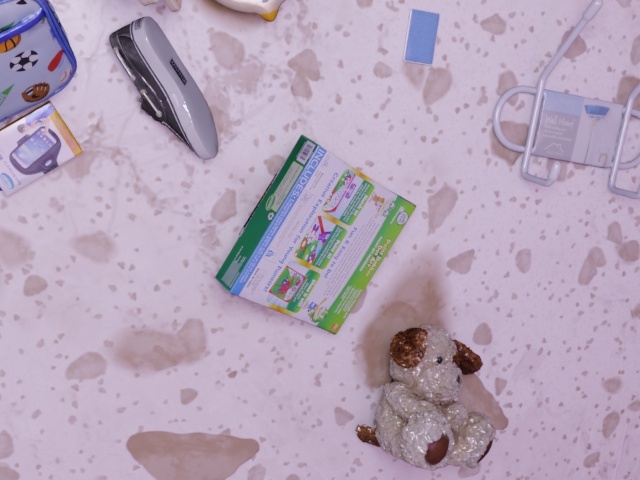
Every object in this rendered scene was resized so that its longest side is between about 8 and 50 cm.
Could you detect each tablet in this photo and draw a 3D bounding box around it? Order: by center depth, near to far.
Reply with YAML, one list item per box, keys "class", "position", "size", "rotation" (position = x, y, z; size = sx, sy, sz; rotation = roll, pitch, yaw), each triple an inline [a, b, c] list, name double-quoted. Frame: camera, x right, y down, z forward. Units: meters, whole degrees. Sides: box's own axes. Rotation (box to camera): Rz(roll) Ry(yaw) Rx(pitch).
- class: "tablet"
  position: [0.161, -0.325, 1.285]
  size: [0.054, 0.006, 0.083]
  rotation: [4, 101, -22]

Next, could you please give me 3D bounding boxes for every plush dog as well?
- class: "plush dog"
  position: [0.174, 0.255, 1.364]
  size: [0.262, 0.210, 0.225]
  rotation: [20, 80, -52]

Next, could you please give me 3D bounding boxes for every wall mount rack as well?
- class: "wall mount rack"
  position: [0.479, -0.233, 1.365]
  size: [0.350, 0.130, 0.304]
  rotation: [5, 101, -23]

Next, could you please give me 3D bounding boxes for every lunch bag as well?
- class: "lunch bag"
  position: [-0.453, -0.211, 0.937]
  size: [0.303, 0.243, 0.115]
  rotation: [-30, 79, -11]

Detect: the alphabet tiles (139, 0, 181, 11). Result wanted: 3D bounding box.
- class: "alphabet tiles"
  position: [-0.224, -0.428, 0.969]
  size: [0.021, 0.284, 0.278]
  rotation: [-10, 148, 13]

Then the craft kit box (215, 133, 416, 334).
- class: "craft kit box"
  position: [0.000, 0.000, 1.226]
  size: [0.246, 0.061, 0.250]
  rotation: [28, 96, -41]

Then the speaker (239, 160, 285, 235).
- class: "speaker"
  position: [-0.067, -0.053, 1.235]
  size: [0.055, 0.055, 0.136]
  rotation: [32, 91, -25]

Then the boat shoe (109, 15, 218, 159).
- class: "boat shoe"
  position: [-0.218, -0.206, 1.135]
  size: [0.070, 0.078, 0.219]
  rotation: [-18, 117, 20]

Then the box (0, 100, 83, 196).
- class: "box"
  position: [-0.407, -0.122, 1.100]
  size: [0.136, 0.028, 0.081]
  rotation: [-34, 113, -12]

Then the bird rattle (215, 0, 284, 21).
- class: "bird rattle"
  position: [-0.094, -0.419, 1.094]
  size: [0.253, 0.143, 0.207]
  rotation: [24, 100, -23]
